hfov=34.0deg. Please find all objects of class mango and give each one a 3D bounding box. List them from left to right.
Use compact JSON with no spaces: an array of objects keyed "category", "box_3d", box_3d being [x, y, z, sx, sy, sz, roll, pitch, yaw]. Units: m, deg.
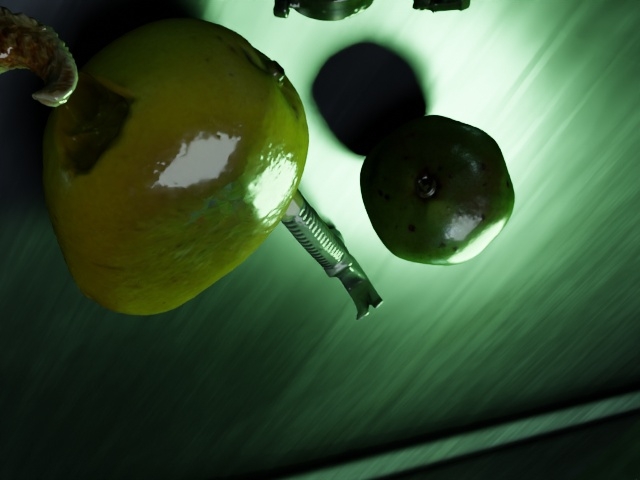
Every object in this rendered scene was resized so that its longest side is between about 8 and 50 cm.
[{"category":"mango","box_3d":[-0.143,-0.048,0.995,0.253,0.182,0.364,-13,145,-31]}]

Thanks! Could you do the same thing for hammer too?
[{"category":"hammer","box_3d":[0.000,0.000,1.264,0.041,0.158,0.226,-35,138,4]}]

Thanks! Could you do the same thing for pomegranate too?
[{"category":"pomegranate","box_3d":[0.145,-0.059,1.274,0.187,0.187,0.225,-36,175,9]}]

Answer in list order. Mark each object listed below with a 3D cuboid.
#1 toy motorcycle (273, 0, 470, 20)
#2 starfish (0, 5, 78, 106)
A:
[{"category":"toy motorcycle","box_3d":[0.064,-0.256,0.861,0.275,0.127,0.205,11,148,10]},{"category":"starfish","box_3d":[-0.310,-0.141,0.654,0.113,0.312,0.303,-66,-174,-34]}]
